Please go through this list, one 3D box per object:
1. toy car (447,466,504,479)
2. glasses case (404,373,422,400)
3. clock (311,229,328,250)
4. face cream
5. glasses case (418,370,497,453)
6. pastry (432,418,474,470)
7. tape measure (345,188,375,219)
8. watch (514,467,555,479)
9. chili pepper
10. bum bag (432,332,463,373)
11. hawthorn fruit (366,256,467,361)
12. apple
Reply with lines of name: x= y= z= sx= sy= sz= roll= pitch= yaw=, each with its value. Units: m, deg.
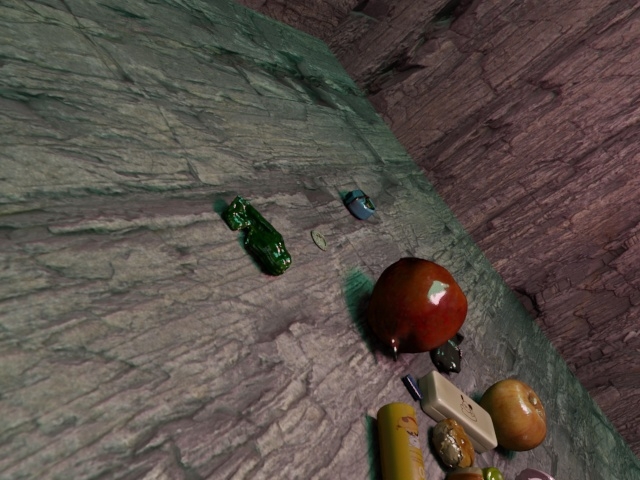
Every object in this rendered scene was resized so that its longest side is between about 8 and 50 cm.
toy car: x=0.416 y=0.733 z=1.362 sx=0.235 sy=0.145 sz=0.235 roll=19 pitch=55 yaw=-30
glasses case: x=0.284 y=0.453 z=1.608 sx=0.083 sy=0.023 sz=0.033 roll=58 pitch=21 yaw=11
clock: x=0.000 y=0.000 z=1.754 sx=0.074 sy=0.010 sz=0.083 roll=15 pitch=44 yaw=-51
face cream: x=0.196 y=0.559 z=1.235 sx=0.105 sy=0.105 sz=0.348 roll=39 pitch=29 yaw=-24
glasses case: x=0.442 y=0.553 z=1.680 sx=0.313 sy=0.070 sz=0.131 roll=41 pitch=27 yaw=-21
pastry: x=0.388 y=0.598 z=1.526 sx=0.153 sy=0.081 sz=0.153 roll=48 pitch=17 yaw=-20
tape measure: x=0.166 y=-0.148 z=2.136 sx=0.125 sy=0.081 sz=0.146 roll=54 pitch=26 yaw=12
watch: x=0.639 y=0.821 z=1.581 sx=0.231 sy=0.196 sz=0.244 roll=4 pitch=48 yaw=-29
chili pepper: x=-0.166 y=-0.016 z=1.431 sx=0.253 sy=0.083 sz=0.099 roll=50 pitch=35 yaw=5
bum bag: x=0.484 y=0.387 z=1.957 sx=0.142 sy=0.080 sz=0.326 roll=44 pitch=27 yaw=-7
hawthorn fruit: x=0.295 y=0.215 z=1.668 sx=0.308 sy=0.325 sz=0.308 roll=57 pitch=-14 yaw=23
apple: x=0.679 y=0.616 z=1.842 sx=0.261 sy=0.194 sz=0.260 roll=39 pitch=30 yaw=-28
